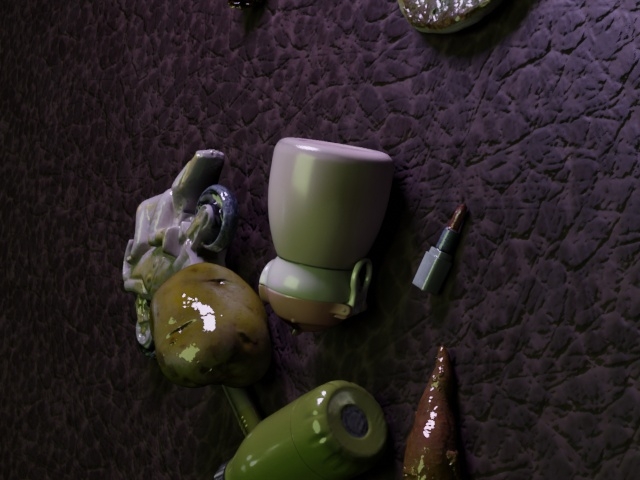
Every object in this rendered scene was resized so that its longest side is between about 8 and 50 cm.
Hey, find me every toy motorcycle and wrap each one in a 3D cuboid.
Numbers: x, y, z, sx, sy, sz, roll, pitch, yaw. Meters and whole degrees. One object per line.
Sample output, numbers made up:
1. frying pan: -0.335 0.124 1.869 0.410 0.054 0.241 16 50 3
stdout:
1. toy motorcycle: -0.218 0.009 1.720 0.341 0.107 0.223 -55 44 37

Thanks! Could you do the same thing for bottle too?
1. bottle: -0.035 0.260 1.374 0.260 0.112 0.112 -37 50 43
2. bottle: 0.000 0.000 1.395 0.147 0.147 0.237 21 104 55

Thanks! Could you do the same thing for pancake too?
1. pancake: 0.168 -0.358 1.364 0.253 0.037 0.254 -25 58 49

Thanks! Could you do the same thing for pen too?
1. pen: -0.115 0.213 1.576 0.233 0.032 0.040 -123 32 -48

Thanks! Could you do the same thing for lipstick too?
1. lipstick: 0.139 0.008 1.291 0.025 0.025 0.107 33 101 54

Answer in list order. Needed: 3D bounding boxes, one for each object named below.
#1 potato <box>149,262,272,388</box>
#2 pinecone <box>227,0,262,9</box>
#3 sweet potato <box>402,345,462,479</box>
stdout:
1. potato: -0.149 0.119 1.543 0.137 0.154 0.200 -55 36 20
2. pinecone: -0.121 -0.397 1.745 0.077 0.083 0.077 -10 47 11
3. sweet potato: 0.118 0.220 1.216 0.068 0.068 0.226 -22 61 49
